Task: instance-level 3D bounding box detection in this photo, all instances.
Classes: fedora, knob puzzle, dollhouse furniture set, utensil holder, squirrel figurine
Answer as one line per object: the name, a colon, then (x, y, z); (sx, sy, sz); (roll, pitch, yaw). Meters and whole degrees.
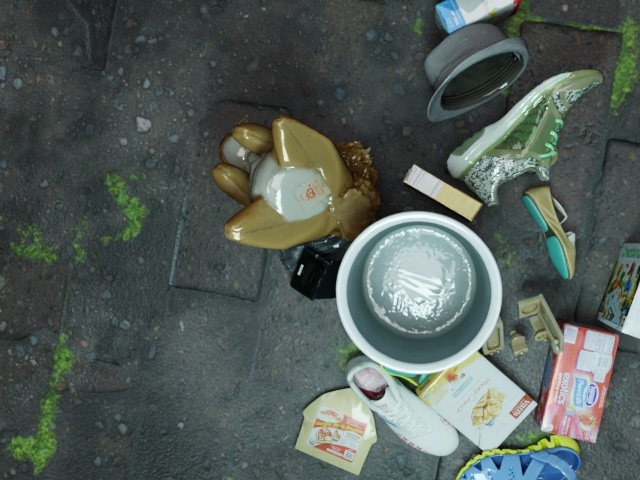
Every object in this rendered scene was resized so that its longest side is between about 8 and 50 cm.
fedora: (0.336, -0.402, 1.826); (0.275, 0.244, 0.124); (-27, 69, -3)
knob puzzle: (0.049, 0.453, 1.965); (0.213, 0.030, 0.213); (0, 91, 8)
dollhouse furniture set: (0.449, 0.229, 1.789); (0.151, 0.144, 0.123); (-18, 49, 0)
utensil holder: (0.217, 0.099, 1.761); (0.327, 0.385, 0.328); (0, 92, 8)
squirrel figurine: (-0.060, -0.138, 1.843); (0.397, 0.370, 0.281); (14, 100, -25)

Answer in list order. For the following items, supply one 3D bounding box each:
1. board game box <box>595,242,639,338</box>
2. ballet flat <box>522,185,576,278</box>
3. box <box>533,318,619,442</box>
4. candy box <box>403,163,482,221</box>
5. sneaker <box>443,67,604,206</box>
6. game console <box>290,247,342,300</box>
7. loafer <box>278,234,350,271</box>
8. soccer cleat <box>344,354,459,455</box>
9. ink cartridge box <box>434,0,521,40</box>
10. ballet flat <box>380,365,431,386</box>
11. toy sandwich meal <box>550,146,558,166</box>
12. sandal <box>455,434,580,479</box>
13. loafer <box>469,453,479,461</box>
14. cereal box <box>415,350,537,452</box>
board game box: (0.683, 0.103, 1.741); (0.053, 0.305, 0.193); (20, 93, 9)
ballet flat: (0.558, -0.024, 1.873); (0.073, 0.080, 0.232); (-25, 89, -8)
box: (0.589, 0.321, 1.847); (0.128, 0.122, 0.257); (12, 92, 7)
candy box: (0.288, -0.111, 1.888); (0.186, 0.109, 0.053); (32, 94, 7)
sneaker: (0.494, -0.227, 1.833); (0.410, 0.158, 0.182); (-38, 77, 14)
game console: (0.000, 0.080, 1.935); (0.107, 0.071, 0.122); (32, 121, 16)
loafer: (0.000, 0.000, 1.942); (0.223, 0.076, 0.078); (-27, 96, 10)
soccer cleat: (0.186, 0.404, 1.890); (0.331, 0.143, 0.116); (39, 95, 5)
ink cartridge box: (0.386, -0.549, 1.857); (0.231, 0.134, 0.078); (-25, 89, 7)
ballet flat: (0.229, 0.305, 1.908); (0.231, 0.077, 0.077); (26, 100, -26)
toy sandwich meal: (0.524, -0.202, 1.898); (0.085, 0.029, 0.086); (-2, 79, 10)
sandal: (0.461, 0.550, 1.840); (0.317, 0.138, 0.126); (-22, 107, 4)
loafer: (0.361, 0.576, 1.927); (0.045, 0.039, 0.125); (22, 97, -26)
cereal box: (0.369, 0.370, 1.880); (0.240, 0.047, 0.173); (40, 96, -13)
